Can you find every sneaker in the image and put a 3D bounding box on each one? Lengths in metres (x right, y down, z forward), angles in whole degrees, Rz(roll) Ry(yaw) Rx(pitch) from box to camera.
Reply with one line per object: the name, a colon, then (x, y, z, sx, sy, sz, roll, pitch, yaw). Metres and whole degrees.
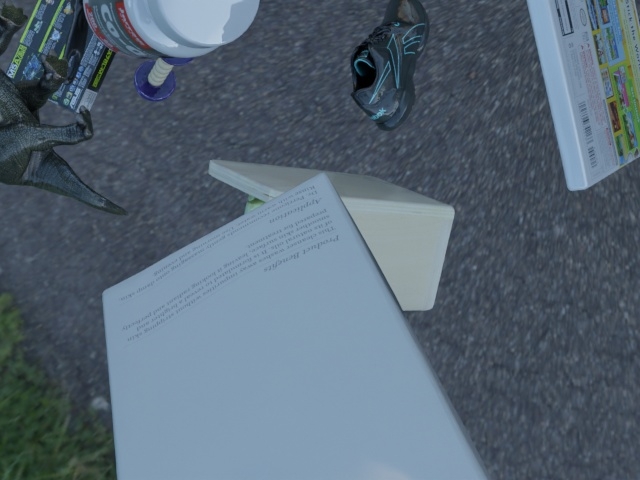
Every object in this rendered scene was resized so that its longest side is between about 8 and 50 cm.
sneaker: (0.115, -0.322, 1.625, 0.106, 0.267, 0.101, 25, 151, -31)

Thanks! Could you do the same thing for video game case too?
video game case: (0.291, -0.187, 1.006, 0.026, 0.206, 0.226, -6, 103, 43)

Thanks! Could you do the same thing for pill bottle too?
pill bottle: (-0.202, -0.323, 1.268, 0.161, 0.283, 0.161, -6, 102, -28)

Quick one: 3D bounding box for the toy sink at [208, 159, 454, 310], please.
toy sink: (0.000, 0.000, 1.035, 0.153, 0.234, 0.131, 26, 108, 51)

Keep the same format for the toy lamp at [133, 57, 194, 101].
toy lamp: (-0.274, -0.299, 1.661, 0.080, 0.275, 0.080, 2, 83, -21)

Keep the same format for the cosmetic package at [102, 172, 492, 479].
cosmetic package: (-0.012, 0.142, 0.642, 0.217, 0.385, 0.156, -27, 127, 5)

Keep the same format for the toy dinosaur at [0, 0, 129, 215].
toy dinosaur: (-0.316, -0.123, 0.915, 0.160, 0.121, 0.313, -27, 135, 31)

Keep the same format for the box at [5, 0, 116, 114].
box: (-0.476, -0.351, 1.777, 0.184, 0.045, 0.190, 27, 94, 22)

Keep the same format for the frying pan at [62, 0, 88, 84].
frying pan: (-0.348, -0.418, 1.527, 0.053, 0.197, 0.326, 11, 107, 46)
